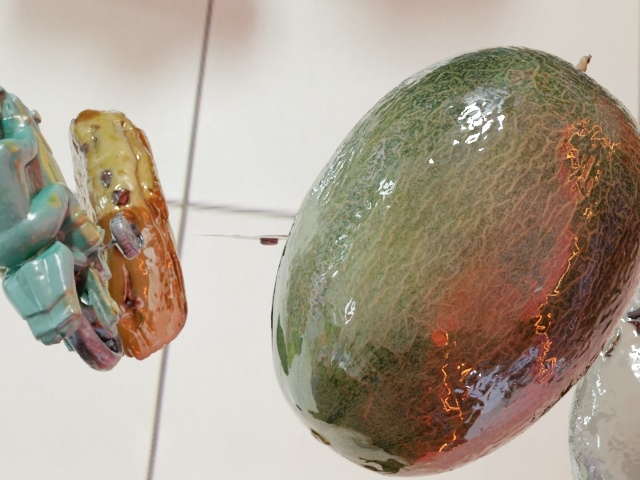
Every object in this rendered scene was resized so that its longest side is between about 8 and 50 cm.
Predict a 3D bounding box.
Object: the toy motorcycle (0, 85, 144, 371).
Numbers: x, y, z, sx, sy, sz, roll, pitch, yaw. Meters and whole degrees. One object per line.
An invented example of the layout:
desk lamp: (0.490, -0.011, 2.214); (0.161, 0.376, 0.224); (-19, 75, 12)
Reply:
toy motorcycle: (-0.240, -0.031, 1.367); (0.109, 0.198, 0.296); (-31, 65, 6)

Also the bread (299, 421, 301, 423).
bread: (0.016, 0.161, 1.859); (0.082, 0.056, 0.115); (18, 74, 41)

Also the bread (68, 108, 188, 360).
bread: (-0.206, -0.009, 1.814); (0.099, 0.235, 0.210); (-11, 38, -10)

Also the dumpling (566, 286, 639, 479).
dumpling: (0.333, 0.191, 1.616); (0.163, 0.204, 0.293); (-14, 65, 29)

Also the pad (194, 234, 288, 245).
pad: (0.000, 0.000, 1.380); (0.188, 0.113, 0.006); (0, 87, 33)

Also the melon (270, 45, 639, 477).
melon: (0.050, 0.002, 0.567); (0.114, 0.114, 0.167); (30, 75, 9)
